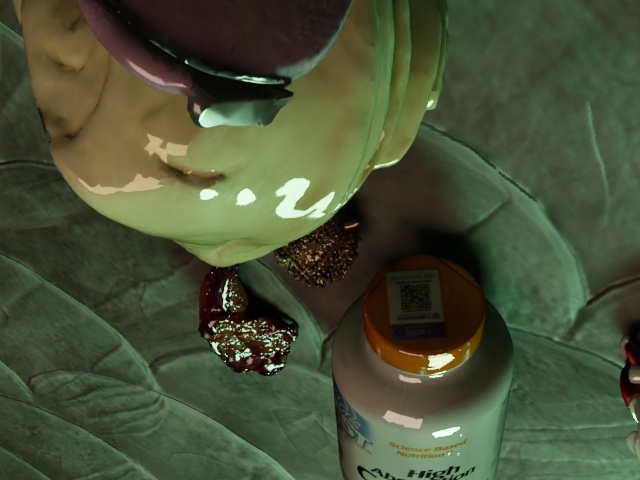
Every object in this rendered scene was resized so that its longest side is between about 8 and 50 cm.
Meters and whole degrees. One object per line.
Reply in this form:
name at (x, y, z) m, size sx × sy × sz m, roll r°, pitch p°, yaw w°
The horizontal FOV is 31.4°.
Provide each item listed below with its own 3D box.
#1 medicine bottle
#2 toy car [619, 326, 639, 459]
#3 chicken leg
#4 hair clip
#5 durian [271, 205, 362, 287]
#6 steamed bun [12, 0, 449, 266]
medicine bottle at (0.089, 0.134, 1.018) m, size 0.157 × 0.157 × 0.289 m, roll 16°, pitch 147°, yaw 15°
toy car at (0.303, 0.140, 0.916) m, size 0.139 × 0.112 × 0.112 m, roll -1°, pitch 138°, yaw 37°
chicken leg at (-0.081, 0.074, 1.156) m, size 0.093 × 0.053 × 0.205 m, roll -15°, pitch 141°, yaw 16°
hair clip at (-0.048, -0.207, 0.490) m, size 0.095 × 0.359 × 0.110 m, roll -23°, pitch 154°, yaw 23°
durian at (0.000, 0.000, 0.971) m, size 0.091 × 0.080 × 0.080 m, roll -18°, pitch 128°, yaw 34°
steamed bun at (-0.039, -0.138, 0.626) m, size 0.203 × 0.289 × 0.276 m, roll -23°, pitch 93°, yaw 9°
